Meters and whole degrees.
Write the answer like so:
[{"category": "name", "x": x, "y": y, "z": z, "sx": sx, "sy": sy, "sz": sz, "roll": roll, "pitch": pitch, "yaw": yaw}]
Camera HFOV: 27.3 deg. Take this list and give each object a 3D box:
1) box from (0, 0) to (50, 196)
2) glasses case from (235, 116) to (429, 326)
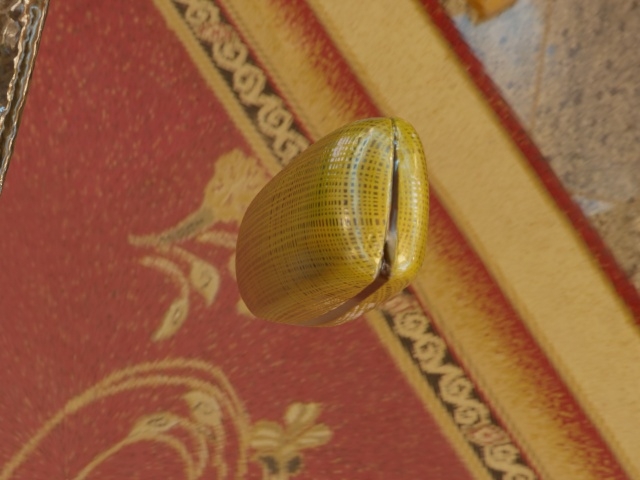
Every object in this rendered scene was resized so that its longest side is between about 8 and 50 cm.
[{"category": "box", "x": -0.288, "y": -0.126, "z": 0.700, "sx": 0.143, "sy": 0.273, "sz": 0.184, "roll": 4, "pitch": 106, "yaw": -51}, {"category": "glasses case", "x": 0.000, "y": 0.000, "z": 0.629, "sx": 0.064, "sy": 0.234, "sz": 0.079, "roll": 6, "pitch": 81, "yaw": -12}]
